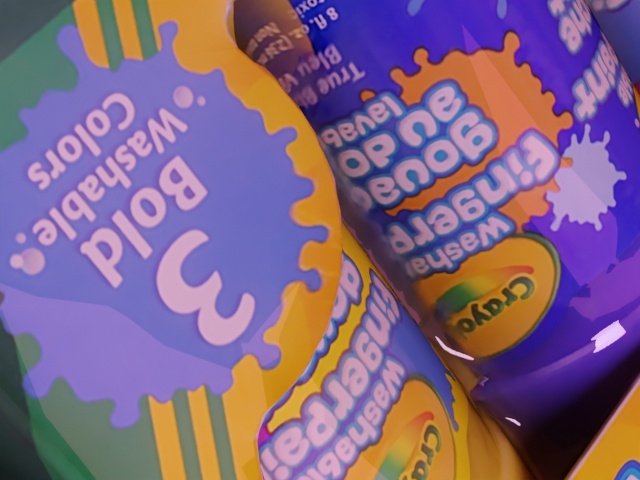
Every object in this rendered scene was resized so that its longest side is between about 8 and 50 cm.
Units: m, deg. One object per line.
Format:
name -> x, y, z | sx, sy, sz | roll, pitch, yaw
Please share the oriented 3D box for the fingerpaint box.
fingerpaint box -> 0.059, -0.033, 0.508 | 0.445, 0.163, 0.371 | -48, 115, -27
